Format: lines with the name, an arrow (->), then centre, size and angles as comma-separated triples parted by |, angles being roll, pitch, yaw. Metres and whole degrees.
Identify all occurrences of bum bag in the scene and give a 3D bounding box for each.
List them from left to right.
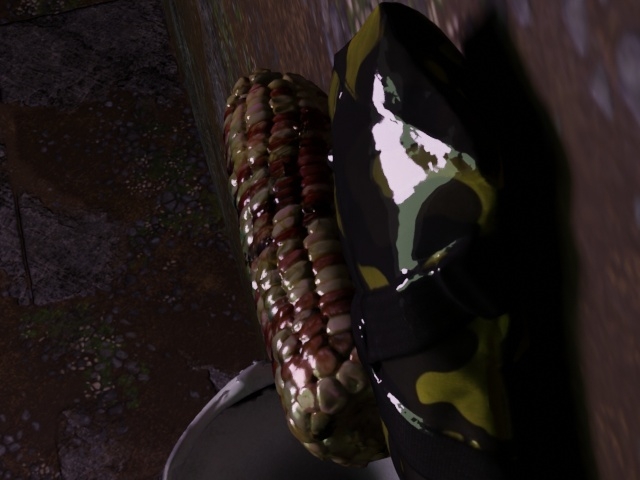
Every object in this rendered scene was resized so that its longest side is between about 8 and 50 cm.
bum bag -> 0.044, 0.031, 0.410 | 0.107, 0.060, 0.233 | -136, 29, -60

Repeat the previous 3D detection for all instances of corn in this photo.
corn -> 0.000, 0.000, 0.608 | 0.086, 0.086, 0.253 | 83, 172, -46

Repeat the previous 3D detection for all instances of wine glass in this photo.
wine glass -> -0.002, 0.179, 0.708 | 0.196, 0.164, 0.165 | 80, 173, -61
